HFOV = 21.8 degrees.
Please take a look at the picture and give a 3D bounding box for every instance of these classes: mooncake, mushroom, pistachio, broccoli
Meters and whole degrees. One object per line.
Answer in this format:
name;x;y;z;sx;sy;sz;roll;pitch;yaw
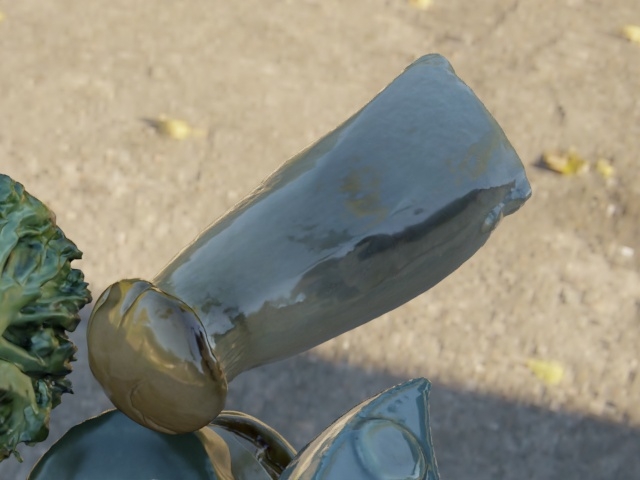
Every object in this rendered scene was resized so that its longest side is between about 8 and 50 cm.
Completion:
mooncake;-0.135;0.213;1.253;0.175;0.104;0.168;7;71;22
mushroom;0.008;0.005;1.255;0.154;0.137;0.407;46;58;8
pistachio;-0.070;0.208;1.422;0.113;0.113;0.149;-25;61;-41
broccoli;-0.321;0.066;1.270;0.180;0.242;0.273;-11;21;35

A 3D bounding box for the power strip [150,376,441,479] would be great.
power strip;0.053;0.145;0.492;0.253;0.054;0.167;43;36;3
